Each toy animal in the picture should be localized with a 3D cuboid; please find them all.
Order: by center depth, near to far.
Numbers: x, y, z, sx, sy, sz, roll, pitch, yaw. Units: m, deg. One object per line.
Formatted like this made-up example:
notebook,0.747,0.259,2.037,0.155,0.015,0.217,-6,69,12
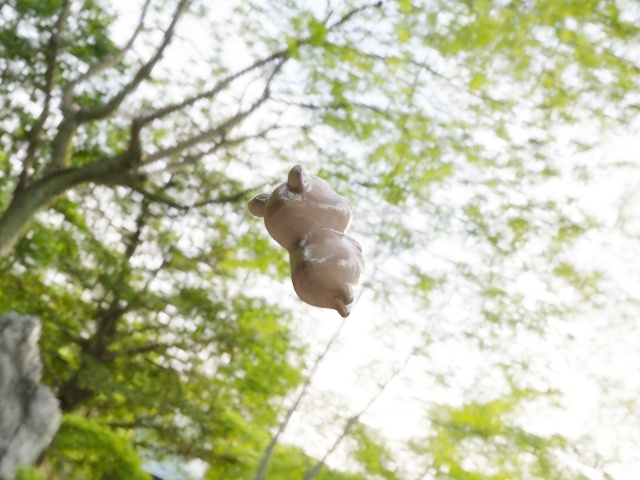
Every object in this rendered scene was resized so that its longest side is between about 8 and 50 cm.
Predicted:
toy animal,-0.004,0.000,0.988,0.089,0.083,0.150,20,36,-60
